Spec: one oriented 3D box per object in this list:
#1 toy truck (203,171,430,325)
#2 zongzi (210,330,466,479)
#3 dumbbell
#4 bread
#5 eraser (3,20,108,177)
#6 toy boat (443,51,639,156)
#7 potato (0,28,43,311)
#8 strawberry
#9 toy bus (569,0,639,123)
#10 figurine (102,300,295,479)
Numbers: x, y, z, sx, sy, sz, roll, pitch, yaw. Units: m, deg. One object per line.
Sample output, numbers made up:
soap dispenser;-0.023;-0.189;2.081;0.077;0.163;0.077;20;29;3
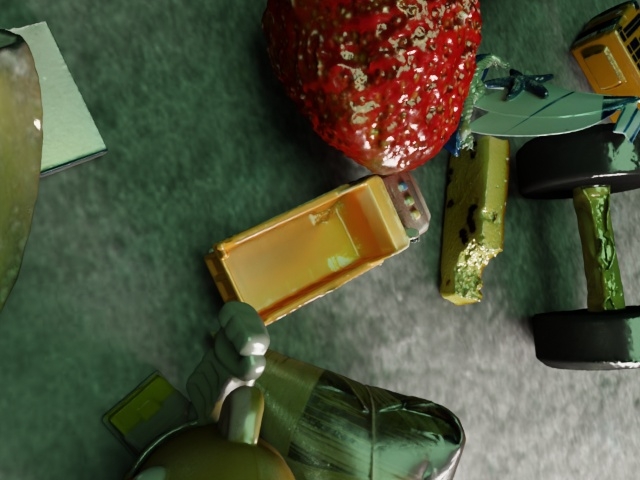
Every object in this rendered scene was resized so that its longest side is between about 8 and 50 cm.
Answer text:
toy truck;0.000;0.000;0.754;0.270;0.135;0.114;-27;96;-29
zongzi;-0.023;0.282;0.721;0.317;0.154;0.289;22;76;-4
dumbbell;0.397;0.011;0.931;0.203;0.203;0.323;-1;84;-29
bread;0.211;-0.027;0.902;0.049;0.088;0.226;14;75;-28
eraser;-0.301;-0.142;0.674;0.104;0.023;0.150;-27;96;-29
toy boat;0.267;-0.195;0.884;0.291;0.070;0.210;-6;48;2
potato;-0.377;-0.047;0.585;0.189;0.211;0.264;-62;157;-59
strawberry;0.061;-0.208;0.748;0.257;0.257;0.277;9;65;-27
toy bus;0.513;-0.282;1.096;0.114;0.098;0.201;-44;105;-26
figurine;-0.110;0.232;0.578;0.167;0.285;0.343;-9;89;-31
